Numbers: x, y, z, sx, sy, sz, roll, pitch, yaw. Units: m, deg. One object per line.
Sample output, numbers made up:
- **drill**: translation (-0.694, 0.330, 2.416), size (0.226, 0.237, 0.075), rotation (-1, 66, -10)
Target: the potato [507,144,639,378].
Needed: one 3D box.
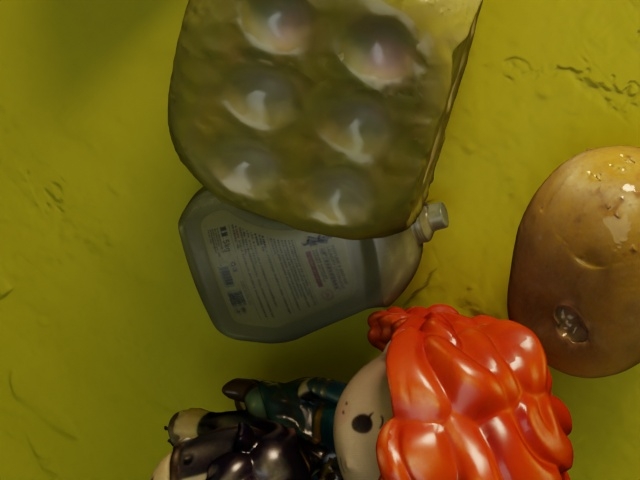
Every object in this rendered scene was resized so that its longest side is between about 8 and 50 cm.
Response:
- **potato**: translation (0.259, 0.023, 1.121), size (0.150, 0.146, 0.233), rotation (50, 143, 40)

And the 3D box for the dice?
- **dice**: translation (0.012, -0.160, 1.035), size (0.227, 0.233, 0.238), rotation (17, 123, 3)

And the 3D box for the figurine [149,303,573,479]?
- **figurine**: translation (0.031, 0.186, 1.157), size (0.412, 0.306, 0.241), rotation (-9, 82, 19)

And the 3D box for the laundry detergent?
- **laundry detergent**: translation (0.000, 0.000, 1.203), size (0.253, 0.091, 0.181), rotation (-14, 104, 20)
